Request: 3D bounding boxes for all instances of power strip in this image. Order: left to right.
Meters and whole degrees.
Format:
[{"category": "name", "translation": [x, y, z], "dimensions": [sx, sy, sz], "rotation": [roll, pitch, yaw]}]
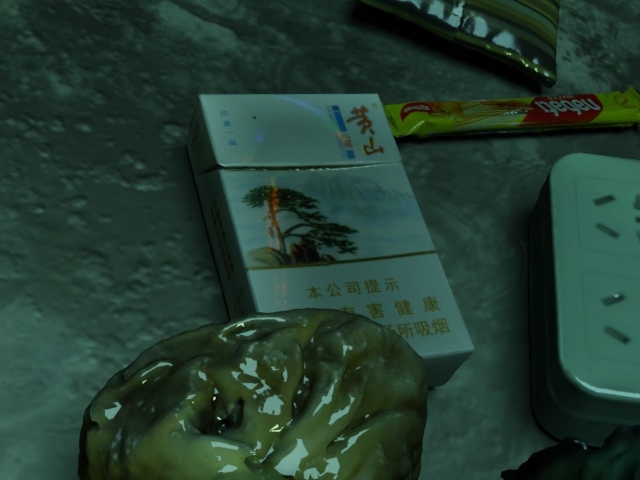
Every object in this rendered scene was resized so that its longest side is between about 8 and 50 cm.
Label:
[{"category": "power strip", "translation": [0.296, 0.063, 0.810], "dimensions": [0.261, 0.141, 0.229], "rotation": [7, 53, -1]}]

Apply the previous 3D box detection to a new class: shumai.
[{"category": "shumai", "translation": [-0.022, 0.141, 0.554], "dimensions": [0.206, 0.166, 0.175], "rotation": [-14, 33, -9]}]

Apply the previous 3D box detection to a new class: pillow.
[{"category": "pillow", "translation": [0.142, -0.260, 0.990], "dimensions": [0.208, 0.052, 0.212], "rotation": [22, 53, -12]}]

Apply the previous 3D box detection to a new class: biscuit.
[{"category": "biscuit", "translation": [0.180, -0.113, 0.925], "dimensions": [0.292, 0.026, 0.048], "rotation": [-6, 41, -26]}]

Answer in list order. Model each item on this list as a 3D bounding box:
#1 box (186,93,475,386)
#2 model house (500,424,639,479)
[{"category": "box", "translation": [0.000, -0.001, 0.748], "dimensions": [0.150, 0.067, 0.233], "rotation": [-4, 59, -25]}, {"category": "model house", "translation": [0.201, 0.307, 0.472], "dimensions": [0.298, 0.360, 0.339], "rotation": [14, 66, -1]}]
